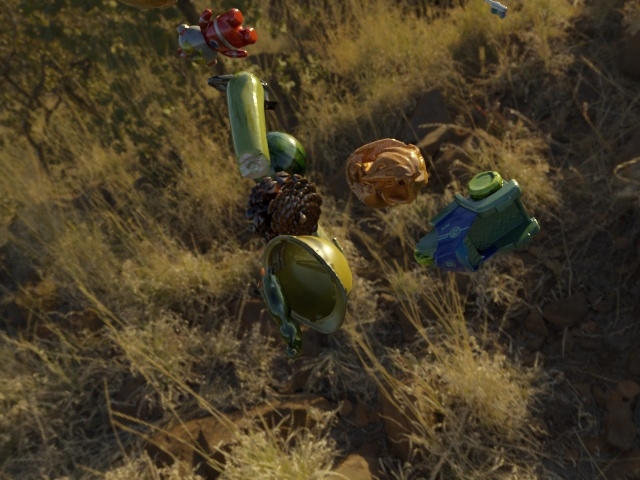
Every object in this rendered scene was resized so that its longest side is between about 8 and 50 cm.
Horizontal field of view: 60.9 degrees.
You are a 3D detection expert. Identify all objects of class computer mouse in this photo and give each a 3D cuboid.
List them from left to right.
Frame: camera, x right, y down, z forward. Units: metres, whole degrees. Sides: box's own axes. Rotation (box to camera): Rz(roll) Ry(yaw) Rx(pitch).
[{"bbox_3d":[-0.183,-0.377,1.351,0.106,0.192,0.062,13,88,58],"label":"computer mouse"}]

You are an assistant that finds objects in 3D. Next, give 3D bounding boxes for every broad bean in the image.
[{"bbox_3d":[-0.082,0.150,1.140,0.048,0.070,0.213,-24,67,2],"label":"broad bean"}]

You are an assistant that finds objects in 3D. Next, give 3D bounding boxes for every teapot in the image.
[{"bbox_3d":[0.000,0.000,1.809,0.107,0.200,0.077,-16,49,17],"label":"teapot"}]

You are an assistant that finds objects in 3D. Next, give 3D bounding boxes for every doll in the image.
[{"bbox_3d":[-0.265,-0.481,1.309,0.245,0.142,0.076,-6,52,35],"label":"doll"}]

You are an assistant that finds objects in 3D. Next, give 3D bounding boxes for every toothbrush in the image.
[{"bbox_3d":[0.387,-0.684,1.486,0.030,0.030,0.304,-41,62,-7],"label":"toothbrush"}]

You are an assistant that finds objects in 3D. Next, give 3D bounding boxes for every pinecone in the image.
[{"bbox_3d":[-0.103,-0.079,1.402,0.208,0.207,0.207,-21,39,18],"label":"pinecone"}]

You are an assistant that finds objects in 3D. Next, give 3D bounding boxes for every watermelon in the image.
[{"bbox_3d":[-0.122,-0.232,1.669,0.188,0.215,0.188,-52,15,21],"label":"watermelon"}]

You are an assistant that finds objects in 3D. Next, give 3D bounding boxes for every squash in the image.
[{"bbox_3d":[-0.144,-0.241,1.088,0.083,0.083,0.250,-22,58,18],"label":"squash"}]

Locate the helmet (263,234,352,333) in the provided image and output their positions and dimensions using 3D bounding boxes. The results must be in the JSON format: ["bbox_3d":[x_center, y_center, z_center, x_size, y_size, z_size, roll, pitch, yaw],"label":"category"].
[{"bbox_3d":[-0.001,0.077,1.246,0.257,0.205,0.140,35,39,27],"label":"helmet"}]

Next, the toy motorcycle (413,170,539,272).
[{"bbox_3d":[0.417,-0.015,1.478,0.326,0.191,0.200,-37,29,3],"label":"toy motorcycle"}]

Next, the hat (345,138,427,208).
[{"bbox_3d":[0.231,-0.203,1.616,0.233,0.244,0.233,-62,20,-4],"label":"hat"}]

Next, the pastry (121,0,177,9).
[{"bbox_3d":[-0.444,-0.699,1.256,0.184,0.315,0.284,6,22,32],"label":"pastry"}]

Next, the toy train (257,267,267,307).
[{"bbox_3d":[-0.147,0.160,1.781,0.072,0.188,0.099,4,55,15],"label":"toy train"}]
